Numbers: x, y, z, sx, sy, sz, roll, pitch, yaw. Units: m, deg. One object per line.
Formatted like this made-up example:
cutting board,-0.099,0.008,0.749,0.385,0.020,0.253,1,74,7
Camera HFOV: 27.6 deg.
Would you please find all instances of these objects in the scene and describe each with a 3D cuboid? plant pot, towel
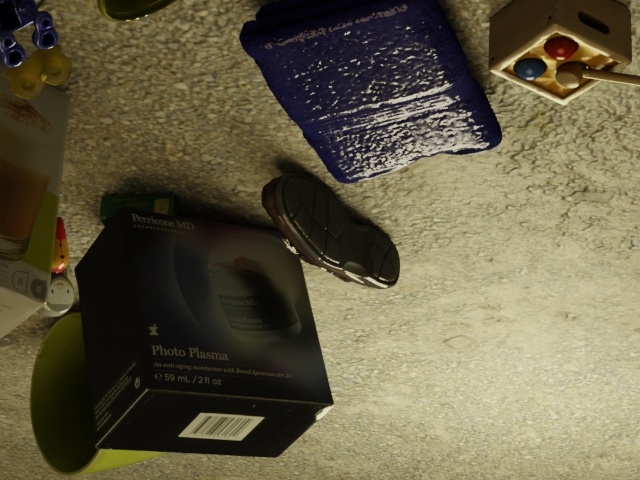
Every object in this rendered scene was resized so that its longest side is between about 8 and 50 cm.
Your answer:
plant pot,-0.313,0.275,2.295,0.293,0.275,0.274,8,157,-41
towel,0.065,-0.188,1.520,0.227,0.076,0.308,-13,148,18

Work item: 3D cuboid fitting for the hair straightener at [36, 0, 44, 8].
hair straightener,-0.423,-0.285,1.454,0.230,0.047,0.089,7,153,-13

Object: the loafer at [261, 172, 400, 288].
loafer,0.000,0.000,1.850,0.095,0.109,0.302,-9,152,34

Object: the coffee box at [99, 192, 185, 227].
coffee box,-0.249,-0.009,1.940,0.113,0.040,0.184,-2,152,10

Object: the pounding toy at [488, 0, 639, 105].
pounding toy,0.276,-0.203,1.410,0.141,0.100,0.130,20,149,-26

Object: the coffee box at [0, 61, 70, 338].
coffee box,-0.542,-0.047,1.553,0.337,0.334,0.338,28,134,-34

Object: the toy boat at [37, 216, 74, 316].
toy boat,-0.527,0.046,1.928,0.318,0.148,0.267,-3,180,-5

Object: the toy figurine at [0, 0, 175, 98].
toy figurine,-0.329,-0.288,1.337,0.362,0.217,0.191,-33,141,-19

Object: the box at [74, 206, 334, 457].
box,-0.171,0.133,1.851,0.296,0.294,0.183,9,141,-32

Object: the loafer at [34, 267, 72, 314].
loafer,-0.522,0.090,2.113,0.268,0.102,0.092,-3,145,14
